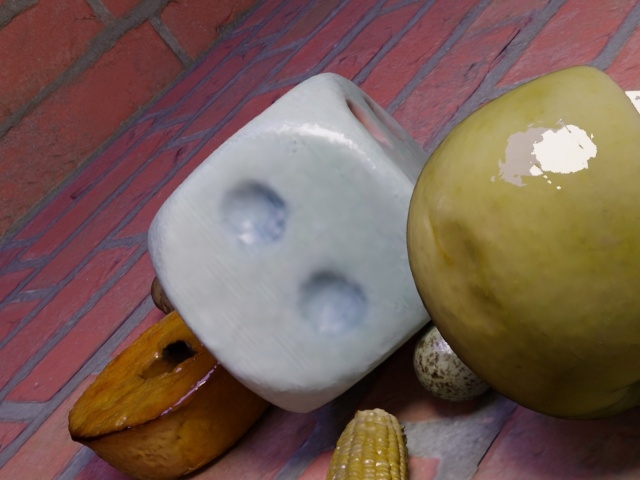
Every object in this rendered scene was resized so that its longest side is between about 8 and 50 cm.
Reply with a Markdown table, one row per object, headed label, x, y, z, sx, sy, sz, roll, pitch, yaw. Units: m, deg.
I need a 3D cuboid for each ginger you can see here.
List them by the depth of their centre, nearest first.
| label | x | y | z | sx | sy | sz | roll | pitch | yaw |
| --- | --- | --- | --- | --- | --- | --- | --- | --- | --- |
| ginger | -0.199 | 0.088 | 1.707 | 0.104 | 0.080 | 0.204 | -45 | 23 | -7 |

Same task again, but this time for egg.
| label | x | y | z | sx | sy | sz | roll | pitch | yaw |
| --- | --- | --- | --- | --- | --- | --- | --- | --- | --- |
| egg | 0.137 | 0.108 | 1.113 | 0.085 | 0.085 | 0.110 | -16 | 24 | 44 |

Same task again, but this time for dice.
| label | x | y | z | sx | sy | sz | roll | pitch | yaw |
| --- | --- | --- | --- | --- | --- | --- | --- | --- | --- |
| dice | 0.000 | 0.000 | 1.207 | 0.265 | 0.262 | 0.268 | -42 | -1 | 15 |

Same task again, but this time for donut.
| label | x | y | z | sx | sy | sz | roll | pitch | yaw |
| --- | --- | --- | --- | --- | --- | --- | --- | --- | --- |
| donut | -0.167 | 0.182 | 1.415 | 0.303 | 0.110 | 0.303 | -31 | 18 | 12 |

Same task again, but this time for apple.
| label | x | y | z | sx | sy | sz | roll | pitch | yaw |
| --- | --- | --- | --- | --- | --- | --- | --- | --- | --- |
| apple | 0.220 | 0.005 | 0.926 | 0.292 | 0.292 | 0.254 | -28 | 64 | 21 |

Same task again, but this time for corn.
| label | x | y | z | sx | sy | sz | roll | pitch | yaw |
| --- | --- | --- | --- | --- | --- | --- | --- | --- | --- |
| corn | 0.037 | 0.247 | 0.983 | 0.086 | 0.086 | 0.288 | -29 | 21 | 19 |
